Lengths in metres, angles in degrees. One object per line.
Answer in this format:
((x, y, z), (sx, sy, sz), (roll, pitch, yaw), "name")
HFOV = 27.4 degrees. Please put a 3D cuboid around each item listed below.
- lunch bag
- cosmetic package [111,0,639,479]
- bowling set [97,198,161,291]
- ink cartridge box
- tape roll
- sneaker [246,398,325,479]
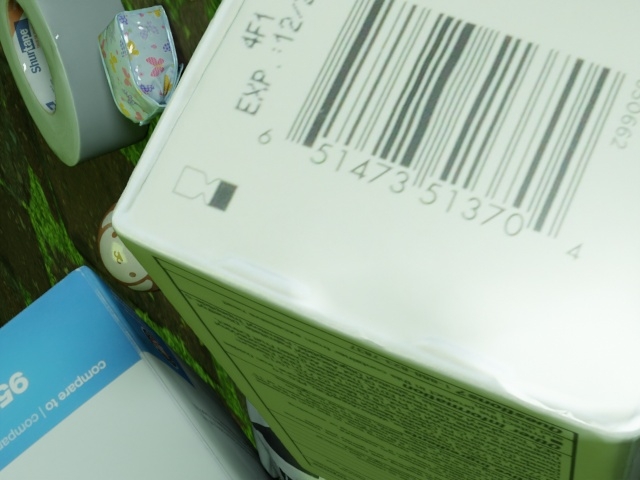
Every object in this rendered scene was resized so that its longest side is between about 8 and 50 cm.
((-0.145, -0.141, 1.074), (0.071, 0.053, 0.083), (-23, 81, 67), "lunch bag")
((0.056, 0.022, 0.467), (0.153, 0.129, 0.296), (21, 163, 15), "cosmetic package")
((0.000, 0.000, 0.685), (0.154, 0.200, 0.287), (22, 135, 60), "bowling set")
((-0.078, 0.250, 0.918), (0.395, 0.166, 0.285), (49, 175, 29), "ink cartridge box")
((-0.240, -0.183, 1.231), (0.219, 0.072, 0.219), (50, 153, 36), "tape roll")
((0.025, 0.119, 0.831), (0.330, 0.122, 0.146), (30, 140, 57), "sneaker")
